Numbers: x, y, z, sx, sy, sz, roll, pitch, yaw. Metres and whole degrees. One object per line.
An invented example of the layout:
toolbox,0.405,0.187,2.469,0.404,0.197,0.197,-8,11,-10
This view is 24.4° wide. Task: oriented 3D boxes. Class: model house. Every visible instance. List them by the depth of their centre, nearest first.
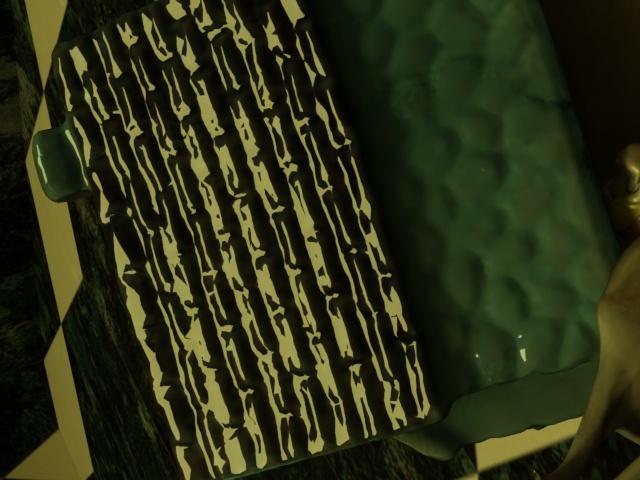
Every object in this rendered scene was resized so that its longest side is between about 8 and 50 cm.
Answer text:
model house,0.000,0.000,1.012,0.297,0.339,0.360,149,104,-84

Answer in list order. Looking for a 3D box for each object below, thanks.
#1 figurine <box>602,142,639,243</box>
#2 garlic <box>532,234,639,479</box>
figurine,0.223,-0.065,0.889,0.083,0.083,0.187,47,136,49
garlic,0.237,0.101,0.742,0.210,0.292,0.237,21,86,57
